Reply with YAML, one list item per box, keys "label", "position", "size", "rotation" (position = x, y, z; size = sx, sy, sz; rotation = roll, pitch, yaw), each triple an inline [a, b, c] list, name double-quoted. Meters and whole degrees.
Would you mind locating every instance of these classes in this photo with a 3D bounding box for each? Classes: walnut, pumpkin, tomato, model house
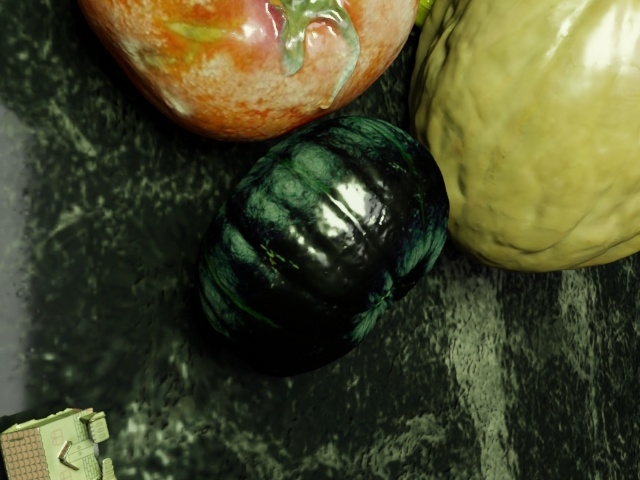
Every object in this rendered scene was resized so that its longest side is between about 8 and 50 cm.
- label: "walnut"
  position: [0.201, -0.112, 0.661]
  size: [0.251, 0.313, 0.277]
  rotation: [18, 38, -8]
- label: "pumpkin"
  position: [0.000, 0.000, 0.559]
  size: [0.140, 0.202, 0.202]
  rotation: [41, 56, 13]
- label: "tomato"
  position: [-0.047, -0.180, 0.531]
  size: [0.231, 0.188, 0.232]
  rotation: [-16, 124, -25]
- label: "model house"
  position: [-0.162, 0.154, 0.496]
  size: [0.058, 0.057, 0.083]
  rotation: [-13, 96, -43]

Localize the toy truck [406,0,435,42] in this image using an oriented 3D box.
- label: "toy truck"
  position: [0.063, -0.219, 0.706]
  size: [0.083, 0.054, 0.049]
  rotation: [22, 73, -35]
